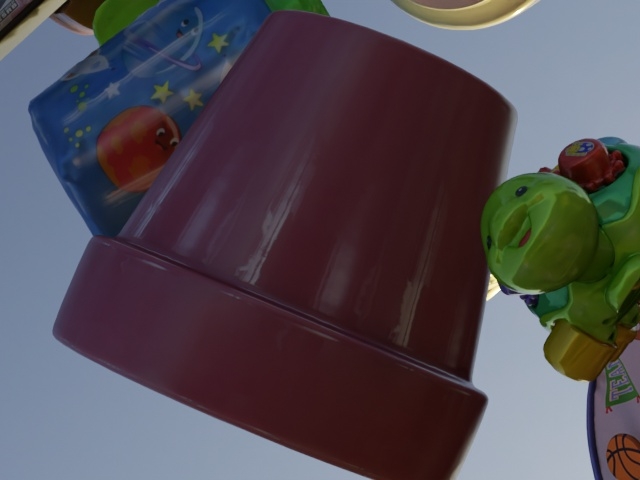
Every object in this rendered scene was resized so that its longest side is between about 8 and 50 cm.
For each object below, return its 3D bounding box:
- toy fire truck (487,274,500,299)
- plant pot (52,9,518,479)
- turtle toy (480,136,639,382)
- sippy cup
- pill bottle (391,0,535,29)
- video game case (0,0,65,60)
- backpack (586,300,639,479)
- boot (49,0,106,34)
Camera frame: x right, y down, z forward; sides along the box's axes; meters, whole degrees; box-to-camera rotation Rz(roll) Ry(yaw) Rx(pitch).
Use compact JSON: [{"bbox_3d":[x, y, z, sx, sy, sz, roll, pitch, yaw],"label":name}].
[{"bbox_3d":[0.093,0.070,1.517,0.217,0.158,0.246,-27,-24,-17],"label":"toy fire truck"},{"bbox_3d":[0.000,0.000,0.720,0.201,0.201,0.180,26,-96,-52],"label":"plant pot"},{"bbox_3d":[0.101,-0.001,0.581,0.095,0.066,0.130,-59,-16,15],"label":"turtle toy"},{"bbox_3d":[-0.088,-0.085,1.166,0.224,0.305,0.240,-29,-78,-3],"label":"sippy cup"},{"bbox_3d":[0.113,-0.237,1.156,0.152,0.152,0.272,-63,-7,17],"label":"pill bottle"},{"bbox_3d":[-0.235,-0.305,1.158,0.275,0.248,0.035,-37,-10,24],"label":"video game case"},{"bbox_3d":[0.289,0.103,0.897,0.213,0.263,0.276,23,-105,-51],"label":"backpack"},{"bbox_3d":[-0.268,-0.247,1.351,0.197,0.152,0.073,41,-96,-22],"label":"boot"}]
